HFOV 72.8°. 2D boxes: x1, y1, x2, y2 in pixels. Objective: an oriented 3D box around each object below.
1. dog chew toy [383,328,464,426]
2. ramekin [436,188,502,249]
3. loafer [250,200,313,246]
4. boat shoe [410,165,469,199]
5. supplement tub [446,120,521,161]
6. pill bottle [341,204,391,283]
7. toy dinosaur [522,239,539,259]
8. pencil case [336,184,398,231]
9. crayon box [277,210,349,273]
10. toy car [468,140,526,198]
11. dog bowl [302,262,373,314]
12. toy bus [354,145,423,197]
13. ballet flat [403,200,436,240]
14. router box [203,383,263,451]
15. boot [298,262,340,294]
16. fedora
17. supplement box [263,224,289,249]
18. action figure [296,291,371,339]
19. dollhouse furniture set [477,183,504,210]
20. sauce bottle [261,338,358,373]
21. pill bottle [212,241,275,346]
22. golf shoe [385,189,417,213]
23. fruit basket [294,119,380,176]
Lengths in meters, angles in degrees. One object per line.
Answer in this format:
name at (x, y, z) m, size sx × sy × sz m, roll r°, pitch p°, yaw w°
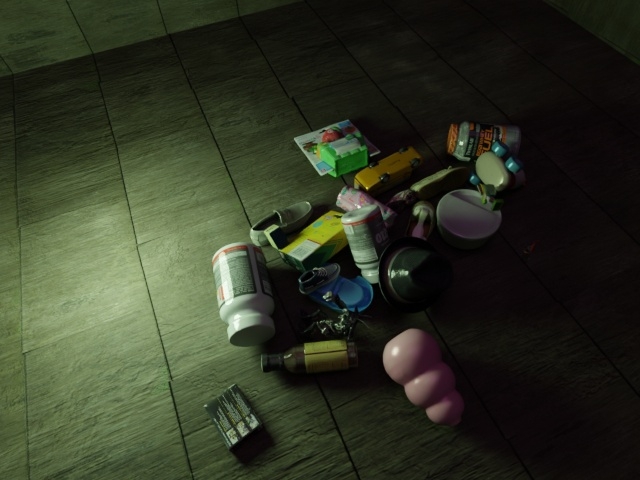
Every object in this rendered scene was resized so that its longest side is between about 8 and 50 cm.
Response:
dog chew toy at (0.361, 0.472, 1.482) m, size 0.206 × 0.207 × 0.332 m, roll -26°, pitch 66°, yaw -15°
ramekin at (0.634, -0.083, 1.891) m, size 0.272 × 0.127 × 0.273 m, roll -1°, pitch 56°, yaw 2°
loafer at (-0.169, -0.088, 1.935) m, size 0.319 × 0.112 × 0.112 m, roll -34°, pitch 61°, yaw -20°
boat shoe at (0.564, -0.284, 2.046) m, size 0.285 × 0.105 × 0.089 m, roll -20°, pitch 34°, yaw -9°
supplement tub at (0.787, -0.476, 2.117) m, size 0.315 × 0.194 × 0.194 m, roll 7°, pitch 56°, yaw 8°
pill bottle at (0.199, 0.015, 1.736) m, size 0.161 × 0.284 × 0.161 m, roll -19°, pitch 15°, yaw 5°
toy dinosaur at (0.884, 0.033, 1.834) m, size 0.047 × 0.090 × 0.082 m, roll 33°, pitch 18°, yaw 11°
pencil case at (0.207, -0.138, 1.949) m, size 0.284 × 0.124 × 0.124 m, roll 37°, pitch 64°, yaw 25°
crayon box at (0.000, 0.000, 1.834) m, size 0.318 × 0.081 × 0.202 m, roll -37°, pitch 30°, yaw -21°
toy car at (0.863, -0.314, 2.032) m, size 0.237 × 0.219 × 0.210 m, roll 2°, pitch 49°, yaw -33°
dog bowl at (0.065, 0.202, 1.749) m, size 0.297 × 0.074 × 0.166 m, roll 22°, pitch 59°, yaw 16°
toy bus at (0.326, -0.320, 2.065) m, size 0.332 × 0.130 × 0.108 m, roll -28°, pitch 58°, yaw -16°
ballet flat at (0.435, -0.067, 1.896) m, size 0.123 × 0.123 × 0.349 m, roll 17°, pitch 57°, yaw 13°
router box at (-0.300, 0.607, 1.498) m, size 0.133 × 0.046 × 0.179 m, roll -33°, pitch 60°, yaw -18°
boot at (-0.001, 0.135, 1.699) m, size 0.190 × 0.086 × 0.069 m, roll -35°, pitch 60°, yaw -19°
fedora at (0.386, 0.125, 1.654) m, size 0.333 × 0.152 × 0.335 m, roll 5°, pitch 80°, yaw -29°
supplement box at (-0.188, -0.016, 1.841) m, size 0.056 × 0.083 × 0.083 m, roll -35°, pitch 22°, yaw -16°
action figure at (0.038, 0.288, 1.594) m, size 0.275 × 0.141 × 0.164 m, roll -14°, pitch 40°, yaw 27°
dollhouse furniture set at (0.729, -0.202, 1.857) m, size 0.076 × 0.059 × 0.152 m, roll -4°, pitch 54°, yaw -2°
sauce bottle at (-0.040, 0.424, 1.576) m, size 0.344 × 0.111 × 0.112 m, roll -4°, pitch 55°, yaw -1°
pill bottle at (-0.293, 0.206, 1.677) m, size 0.210 × 0.210 × 0.363 m, roll -13°, pitch 56°, yaw -7°
golf shoe at (0.355, -0.174, 2.013) m, size 0.186 × 0.068 × 0.086 m, roll -30°, pitch 25°, yaw -10°
fruit basket at (0.076, -0.485, 2.173) m, size 0.326 × 0.166 × 0.353 m, roll -21°, pitch 54°, yaw -12°
